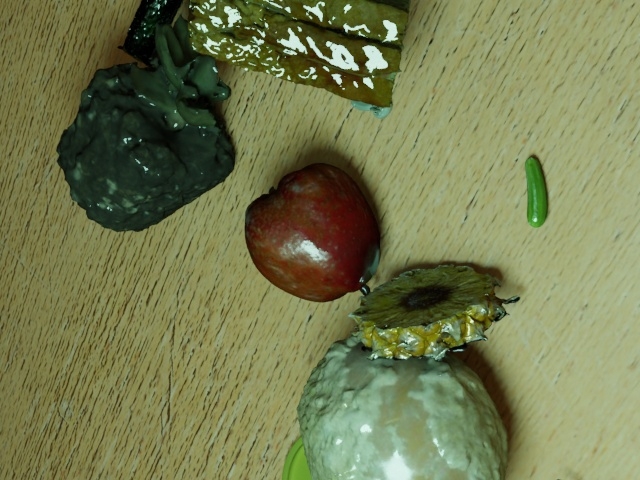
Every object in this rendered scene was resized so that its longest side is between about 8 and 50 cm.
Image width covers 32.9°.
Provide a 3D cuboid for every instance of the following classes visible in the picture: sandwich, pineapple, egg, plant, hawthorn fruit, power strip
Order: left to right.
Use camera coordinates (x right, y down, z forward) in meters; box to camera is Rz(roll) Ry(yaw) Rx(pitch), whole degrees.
[{"bbox_3d":[-0.233,-0.171,1.597,0.312,0.213,0.215,-43,68,29],"label":"plant"},{"bbox_3d":[-0.017,-0.290,1.377,0.262,0.325,0.131,15,109,-3],"label":"sandwich"},{"bbox_3d":[0.000,0.000,1.483,0.202,0.185,0.185,45,121,3],"label":"hawthorn fruit"},{"bbox_3d":[0.062,-0.199,1.484,0.083,0.035,0.055,47,121,24],"label":"power strip"},{"bbox_3d":[0.103,0.258,1.385,0.310,0.279,0.279,54,127,48],"label":"egg"},{"bbox_3d":[0.140,0.083,1.369,0.221,0.221,0.047,4,119,36],"label":"pineapple"}]

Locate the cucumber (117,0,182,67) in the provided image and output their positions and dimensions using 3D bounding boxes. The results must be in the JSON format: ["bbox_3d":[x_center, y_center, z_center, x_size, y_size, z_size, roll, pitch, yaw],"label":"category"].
[{"bbox_3d":[-0.240,-0.373,1.661,0.067,0.067,0.245,46,122,22],"label":"cucumber"}]

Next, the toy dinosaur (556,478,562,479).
[{"bbox_3d":[0.314,0.396,1.377,0.080,0.045,0.197,13,113,37],"label":"toy dinosaur"}]

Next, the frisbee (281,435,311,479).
[{"bbox_3d":[0.038,0.384,1.594,0.236,0.017,0.236,6,100,36],"label":"frisbee"}]

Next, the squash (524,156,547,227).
[{"bbox_3d":[0.270,-0.060,1.357,0.027,0.027,0.089,-1,92,36],"label":"squash"}]
